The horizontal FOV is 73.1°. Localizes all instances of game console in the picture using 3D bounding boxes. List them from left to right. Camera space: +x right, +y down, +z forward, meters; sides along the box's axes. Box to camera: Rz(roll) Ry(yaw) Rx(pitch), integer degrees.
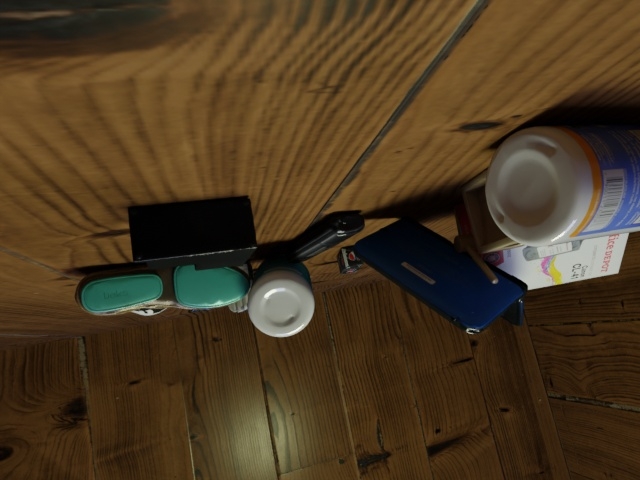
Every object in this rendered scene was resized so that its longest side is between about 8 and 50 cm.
[{"bbox_3d":[0.241,0.094,0.877,0.250,0.293,0.173,-26,135,-33],"label":"game console"}]

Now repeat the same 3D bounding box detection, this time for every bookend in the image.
[{"bbox_3d":[-0.185,0.001,0.632,0.157,0.072,0.157,-7,169,-18],"label":"bookend"}]

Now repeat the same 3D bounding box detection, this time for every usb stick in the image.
[{"bbox_3d":[0.000,0.000,0.905,0.077,0.045,0.278,-14,172,-27],"label":"usb stick"}]

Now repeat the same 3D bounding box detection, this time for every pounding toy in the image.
[{"bbox_3d":[0.317,-0.021,0.748,0.094,0.180,0.206,-10,170,-11],"label":"pounding toy"}]

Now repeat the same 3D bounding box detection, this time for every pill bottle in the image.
[{"bbox_3d":[-0.093,0.117,1.041,0.147,0.146,0.264,-11,-168,-1],"label":"pill bottle"},{"bbox_3d":[0.379,-0.081,0.583,0.272,0.152,0.152,-8,169,-22],"label":"pill bottle"}]

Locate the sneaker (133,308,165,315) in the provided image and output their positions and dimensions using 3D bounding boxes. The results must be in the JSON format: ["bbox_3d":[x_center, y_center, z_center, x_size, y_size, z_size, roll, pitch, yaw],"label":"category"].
[{"bbox_3d":[-0.444,0.151,1.136,0.121,0.079,0.217,-15,168,25],"label":"sneaker"}]

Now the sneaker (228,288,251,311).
[{"bbox_3d":[-0.158,0.172,1.490,0.316,0.127,0.182,-11,176,37],"label":"sneaker"}]

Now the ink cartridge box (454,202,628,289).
[{"bbox_3d":[0.463,-0.003,0.929,0.307,0.131,0.226,-13,139,16],"label":"ink cartridge box"}]

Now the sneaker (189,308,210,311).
[{"bbox_3d":[-0.419,0.210,1.473,0.091,0.081,0.232,-18,171,-3],"label":"sneaker"}]

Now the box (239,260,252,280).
[{"bbox_3d":[-0.294,0.113,1.149,0.233,0.059,0.183,-11,169,-7],"label":"box"}]

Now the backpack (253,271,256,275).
[{"bbox_3d":[-0.139,0.131,1.289,0.115,0.104,0.084,-11,172,-33],"label":"backpack"}]

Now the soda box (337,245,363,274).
[{"bbox_3d":[0.085,0.059,1.262,0.054,0.060,0.169,-12,169,-5],"label":"soda box"}]

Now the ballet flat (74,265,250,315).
[{"bbox_3d":[-0.330,0.094,0.926,0.343,0.116,0.124,-6,-172,-27],"label":"ballet flat"}]
